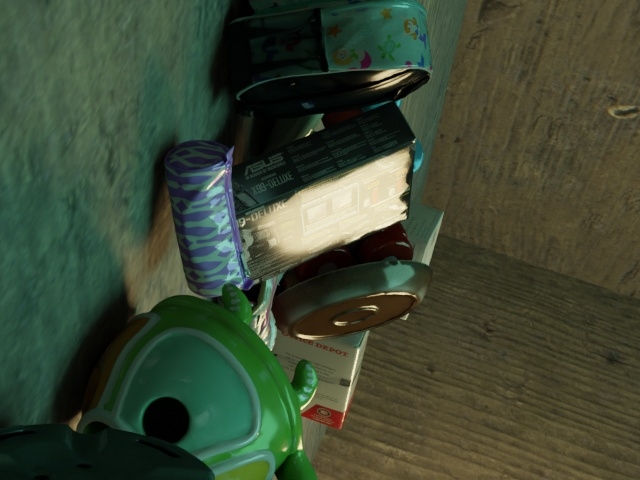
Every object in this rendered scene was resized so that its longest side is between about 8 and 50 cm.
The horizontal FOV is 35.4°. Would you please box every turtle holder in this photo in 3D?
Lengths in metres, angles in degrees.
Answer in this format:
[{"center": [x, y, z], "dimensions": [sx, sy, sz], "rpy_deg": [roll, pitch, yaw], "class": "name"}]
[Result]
[{"center": [-0.149, 0.236, 1.209], "dimensions": [0.227, 0.243, 0.320], "rpy_deg": [-35, 108, -45], "class": "turtle holder"}]

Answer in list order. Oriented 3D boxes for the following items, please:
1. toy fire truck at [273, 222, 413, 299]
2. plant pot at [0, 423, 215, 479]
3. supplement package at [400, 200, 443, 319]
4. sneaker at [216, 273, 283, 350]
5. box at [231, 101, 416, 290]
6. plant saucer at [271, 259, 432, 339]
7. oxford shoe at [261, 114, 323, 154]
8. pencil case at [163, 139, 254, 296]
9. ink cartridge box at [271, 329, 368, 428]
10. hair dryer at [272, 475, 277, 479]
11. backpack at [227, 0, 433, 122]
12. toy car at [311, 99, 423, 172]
[{"center": [0.014, 0.051, 1.840], "dimensions": [0.169, 0.302, 0.254], "rpy_deg": [59, -36, 42], "class": "toy fire truck"}, {"center": [-0.240, 0.367, 0.924], "dimensions": [0.341, 0.341, 0.334], "rpy_deg": [-24, 124, -76], "class": "plant pot"}, {"center": [0.111, 0.014, 2.245], "dimensions": [0.199, 0.262, 0.198], "rpy_deg": [-52, 158, -63], "class": "supplement package"}, {"center": [-0.128, 0.113, 1.656], "dimensions": [0.111, 0.102, 0.252], "rpy_deg": [-30, 131, -69], "class": "sneaker"}, {"center": [-0.018, -0.054, 1.443], "dimensions": [0.307, 0.077, 0.242], "rpy_deg": [-23, 156, -8], "class": "box"}, {"center": [0.056, 0.116, 1.788], "dimensions": [0.310, 0.310, 0.050], "rpy_deg": [78, -1, -71], "class": "plant saucer"}, {"center": [0.000, -0.306, 1.520], "dimensions": [0.449, 0.130, 0.169], "rpy_deg": [-60, -171, 30], "class": "oxford shoe"}, {"center": [-0.137, -0.023, 1.242], "dimensions": [0.086, 0.088, 0.206], "rpy_deg": [-54, 146, -46], "class": "pencil case"}, {"center": [-0.010, 0.266, 2.239], "dimensions": [0.114, 0.196, 0.273], "rpy_deg": [-62, 167, -49], "class": "ink cartridge box"}, {"center": [-0.149, 0.386, 1.796], "dimensions": [0.293, 0.080, 0.224], "rpy_deg": [47, 21, -48], "class": "hair dryer"}, {"center": [0.021, -0.258, 1.325], "dimensions": [0.225, 0.253, 0.191], "rpy_deg": [-1, 89, -78], "class": "backpack"}, {"center": [0.013, -0.166, 1.748], "dimensions": [0.219, 0.238, 0.210], "rpy_deg": [13, -53, 65], "class": "toy car"}]
